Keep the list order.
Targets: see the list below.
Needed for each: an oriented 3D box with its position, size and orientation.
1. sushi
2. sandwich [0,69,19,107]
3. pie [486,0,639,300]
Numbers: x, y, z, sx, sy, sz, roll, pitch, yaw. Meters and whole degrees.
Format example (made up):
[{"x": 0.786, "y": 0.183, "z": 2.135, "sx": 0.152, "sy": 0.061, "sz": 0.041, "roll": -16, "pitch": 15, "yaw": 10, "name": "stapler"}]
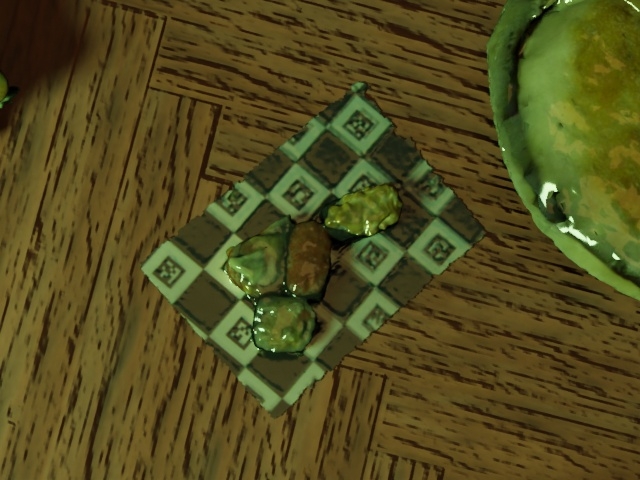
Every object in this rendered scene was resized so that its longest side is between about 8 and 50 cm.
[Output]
[{"x": 0.000, "y": 0.000, "z": 1.254, "sx": 0.201, "sy": 0.031, "sz": 0.139, "roll": -41, "pitch": 84, "yaw": -12, "name": "sushi"}, {"x": -0.298, "y": -0.162, "z": 1.213, "sx": 0.128, "sy": 0.122, "sz": 0.236, "roll": -27, "pitch": 82, "yaw": -12, "name": "sandwich"}, {"x": 0.268, "y": -0.107, "z": 1.281, "sx": 0.339, "sy": 0.077, "sz": 0.339, "roll": 2, "pitch": 75, "yaw": -7, "name": "pie"}]
